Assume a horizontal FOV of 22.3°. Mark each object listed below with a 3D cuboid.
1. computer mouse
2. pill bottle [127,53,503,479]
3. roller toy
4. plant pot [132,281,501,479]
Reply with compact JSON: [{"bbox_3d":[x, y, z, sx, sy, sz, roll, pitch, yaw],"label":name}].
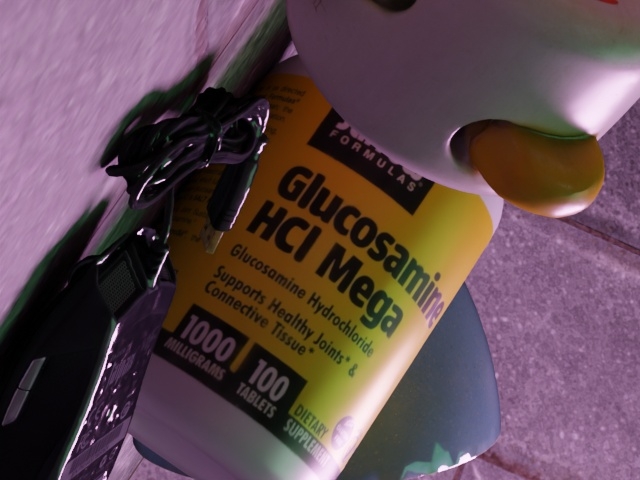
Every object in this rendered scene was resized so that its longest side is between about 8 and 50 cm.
[{"bbox_3d":[-0.108,0.031,0.861,0.262,0.060,0.184,-70,169,23],"label":"computer mouse"},{"bbox_3d":[0.000,0.000,1.062,0.334,0.188,0.188,-56,178,-16],"label":"pill bottle"},{"bbox_3d":[0.087,-0.125,0.858,0.146,0.209,0.191,-50,-177,40],"label":"roller toy"},{"bbox_3d":[-0.005,0.054,1.264,0.290,0.290,0.195,-50,139,-75],"label":"plant pot"}]
